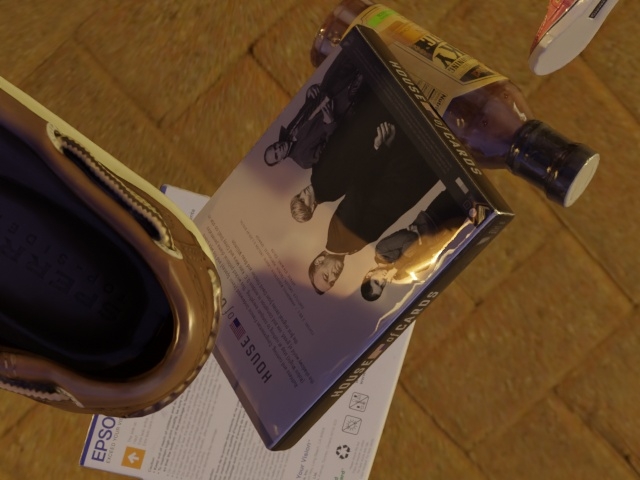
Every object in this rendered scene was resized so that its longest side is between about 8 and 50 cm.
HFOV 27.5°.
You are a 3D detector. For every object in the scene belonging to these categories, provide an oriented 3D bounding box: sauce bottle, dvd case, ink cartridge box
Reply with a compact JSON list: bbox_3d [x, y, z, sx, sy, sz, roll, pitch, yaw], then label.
[{"bbox_3d":[0.150,-0.153,1.467,0.344,0.111,0.111,34,101,19],"label":"sauce bottle"},{"bbox_3d":[0.000,0.000,0.890,0.239,0.029,0.179,-48,58,25],"label":"dvd case"},{"bbox_3d":[-0.072,0.130,1.472,0.330,0.071,0.324,17,92,-16],"label":"ink cartridge box"}]

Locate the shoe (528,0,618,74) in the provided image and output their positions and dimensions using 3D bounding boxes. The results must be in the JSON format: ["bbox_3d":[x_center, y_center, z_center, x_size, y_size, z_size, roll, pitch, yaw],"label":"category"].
[{"bbox_3d":[0.291,-0.282,1.532,0.063,0.081,0.178,4,134,-44],"label":"shoe"}]

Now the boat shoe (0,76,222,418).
[{"bbox_3d":[-0.138,-0.033,0.327,0.257,0.095,0.095,25,91,-12],"label":"boat shoe"}]
